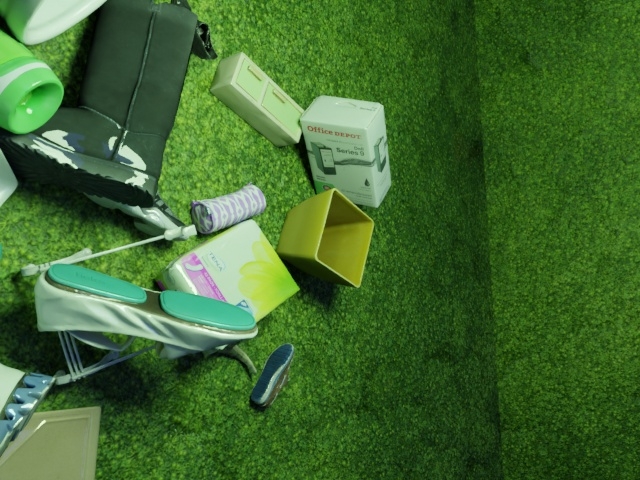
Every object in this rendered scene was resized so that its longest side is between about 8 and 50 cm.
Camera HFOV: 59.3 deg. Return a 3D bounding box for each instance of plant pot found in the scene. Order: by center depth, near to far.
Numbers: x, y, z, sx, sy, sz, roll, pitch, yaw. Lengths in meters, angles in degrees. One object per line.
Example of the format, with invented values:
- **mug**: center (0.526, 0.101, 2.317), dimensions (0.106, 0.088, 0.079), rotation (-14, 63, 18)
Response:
- **plant pot**: center (0.000, 0.000, 1.591), dimensions (0.212, 0.187, 0.212), rotation (36, 60, -44)

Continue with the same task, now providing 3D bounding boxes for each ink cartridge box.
- **ink cartridge box**: center (0.077, -0.253, 1.620), dimensions (0.121, 0.211, 0.289), rotation (-58, 149, -35)

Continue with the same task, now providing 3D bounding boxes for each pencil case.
- **pencil case**: center (-0.230, -0.081, 1.403), dimensions (0.206, 0.086, 0.088), rotation (-25, 77, -50)

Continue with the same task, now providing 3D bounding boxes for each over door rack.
- **over door rack**: center (-0.391, 0.121, 1.127), dimensions (0.325, 0.108, 0.239), rotation (-16, 100, -25)

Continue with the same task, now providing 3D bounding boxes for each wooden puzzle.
- **wooden puzzle**: center (-0.523, 0.428, 1.040), dimensions (0.239, 0.044, 0.220), rotation (14, 77, -54)

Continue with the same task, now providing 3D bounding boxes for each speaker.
- **speaker**: center (-0.556, -0.301, 0.878), dimensions (0.297, 0.131, 0.131), rotation (39, 50, 0)

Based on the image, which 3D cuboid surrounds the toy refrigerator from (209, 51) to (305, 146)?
- **toy refrigerator**: center (-0.157, -0.368, 1.500), dimensions (0.270, 0.094, 0.102), rotation (36, 61, -43)

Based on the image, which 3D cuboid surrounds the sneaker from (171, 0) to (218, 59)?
- **sneaker**: center (-0.299, -0.509, 1.339), dimensions (0.051, 0.089, 0.170), rotation (-19, 102, -50)

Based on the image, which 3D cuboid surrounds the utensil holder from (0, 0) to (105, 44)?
- **utensil holder**: center (-0.493, -0.565, 0.878), dimensions (0.385, 0.328, 0.327), rotation (47, 52, -19)

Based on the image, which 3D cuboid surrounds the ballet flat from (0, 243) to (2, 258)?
- **ballet flat**: center (-0.602, 0.082, 0.936), dimensions (0.072, 0.068, 0.213), rotation (100, -7, -54)

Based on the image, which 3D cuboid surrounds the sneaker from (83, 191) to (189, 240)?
- **sneaker**: center (-0.369, -0.110, 1.211), dimensions (0.269, 0.101, 0.153), rotation (37, 63, -40)

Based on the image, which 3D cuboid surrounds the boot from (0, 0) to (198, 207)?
- **boot**: center (-0.447, -0.320, 1.089), dimensions (0.367, 0.146, 0.444), rotation (20, 65, -29)

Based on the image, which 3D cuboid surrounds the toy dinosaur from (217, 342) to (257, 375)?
- **toy dinosaur**: center (-0.228, 0.239, 1.395), dimensions (0.268, 0.064, 0.118), rotation (39, 73, -43)

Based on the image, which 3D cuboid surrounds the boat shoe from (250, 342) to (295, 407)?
- **boat shoe**: center (-0.121, 0.365, 1.521), dimensions (0.183, 0.066, 0.066), rotation (-56, 133, -24)

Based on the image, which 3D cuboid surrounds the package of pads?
- **package of pads**: center (-0.217, 0.099, 1.340), dimensions (0.297, 0.101, 0.229), rotation (-34, 92, -48)

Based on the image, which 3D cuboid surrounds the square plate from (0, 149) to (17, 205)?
- **square plate**: center (-0.602, -0.047, 0.801), dimensions (0.049, 0.347, 0.343), rotation (28, 62, 0)

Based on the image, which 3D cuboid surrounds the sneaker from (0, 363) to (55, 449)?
- **sneaker**: center (-0.571, 0.280, 0.868), dimensions (0.182, 0.127, 0.315), rotation (30, 15, -9)

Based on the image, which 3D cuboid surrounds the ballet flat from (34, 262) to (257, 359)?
- **ballet flat**: center (-0.321, 0.152, 1.047), dimensions (0.401, 0.139, 0.139), rotation (17, 72, -22)
